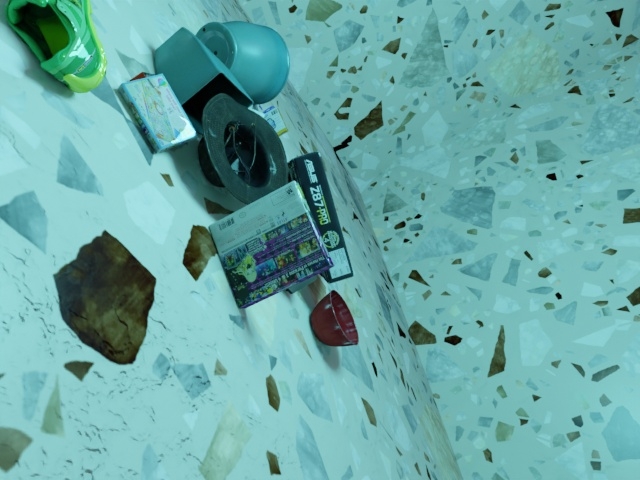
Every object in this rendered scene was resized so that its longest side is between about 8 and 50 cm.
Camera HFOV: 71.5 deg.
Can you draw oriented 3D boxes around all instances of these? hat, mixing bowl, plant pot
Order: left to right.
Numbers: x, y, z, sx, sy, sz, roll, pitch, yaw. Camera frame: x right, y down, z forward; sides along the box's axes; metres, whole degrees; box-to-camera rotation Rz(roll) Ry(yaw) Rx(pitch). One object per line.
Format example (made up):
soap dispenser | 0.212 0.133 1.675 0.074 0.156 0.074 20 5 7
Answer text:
plant pot | -0.331 -0.433 1.187 0.234 0.166 0.165 58 11 20
hat | -0.222 -0.203 1.160 0.331 0.134 0.330 38 41 -44
plant pot | -0.284 -0.610 1.504 0.255 0.272 0.271 -23 86 -61
mixing bowl | 0.033 0.251 1.353 0.181 0.098 0.181 57 16 -26

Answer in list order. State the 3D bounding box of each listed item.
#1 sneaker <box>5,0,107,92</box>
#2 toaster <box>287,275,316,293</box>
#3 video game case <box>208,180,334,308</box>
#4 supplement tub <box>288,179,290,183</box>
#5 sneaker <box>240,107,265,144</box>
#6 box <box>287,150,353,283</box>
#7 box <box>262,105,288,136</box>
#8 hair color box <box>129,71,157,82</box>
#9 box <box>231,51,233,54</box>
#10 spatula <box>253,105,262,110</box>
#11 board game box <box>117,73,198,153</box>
sneaker | -0.457 -0.399 0.747 0.295 0.110 0.123 65 10 5
toaster | -0.095 0.029 1.272 0.185 0.110 0.168 53 16 -34
video game case | -0.113 0.011 0.988 0.210 0.232 0.042 66 13 14
supplement tub | -0.133 -0.128 1.431 0.106 0.106 0.197 39 28 -59
sneaker | -0.264 -0.349 1.444 0.123 0.105 0.290 24 36 -18
box | -0.016 -0.077 1.457 0.318 0.097 0.394 -160 -127 -78
box | -0.203 -0.518 1.945 0.136 0.081 0.028 67 14 14
hair color box | -0.374 -0.314 1.033 0.141 0.043 0.072 61 14 -10
box | -0.349 -0.712 1.865 0.114 0.036 0.206 43 24 -53
spatula | -0.269 -0.543 1.856 0.084 0.031 0.296 54 16 -40
board game box | -0.352 -0.278 0.971 0.103 0.026 0.154 -37 102 -42
